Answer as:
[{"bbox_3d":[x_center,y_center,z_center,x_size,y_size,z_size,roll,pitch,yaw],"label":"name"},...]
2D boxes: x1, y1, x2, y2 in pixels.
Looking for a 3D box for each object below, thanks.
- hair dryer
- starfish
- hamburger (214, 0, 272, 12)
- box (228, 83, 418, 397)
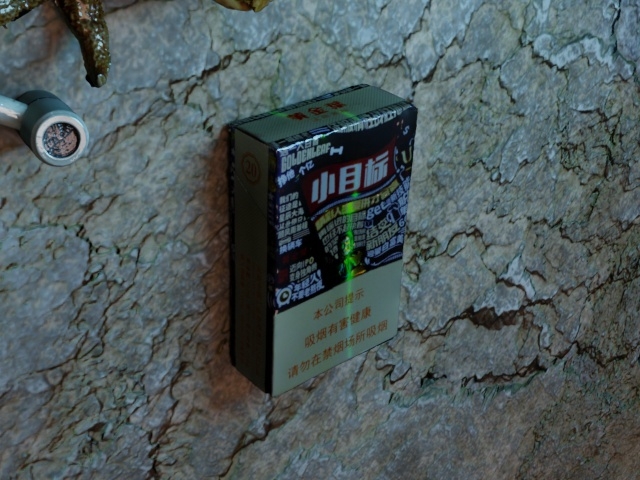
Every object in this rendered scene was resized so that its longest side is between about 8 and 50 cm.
[{"bbox_3d":[-0.257,-0.104,0.763,0.137,0.082,0.047,19,100,-33],"label":"hair dryer"},{"bbox_3d":[-0.196,-0.201,0.759,0.190,0.074,0.146,-41,137,-18],"label":"starfish"},{"bbox_3d":[-0.056,-0.292,0.770,0.213,0.108,0.214,0,90,-68],"label":"hamburger"},{"bbox_3d":[0.000,0.000,1.068,0.198,0.084,0.310,-21,127,-35],"label":"box"}]
